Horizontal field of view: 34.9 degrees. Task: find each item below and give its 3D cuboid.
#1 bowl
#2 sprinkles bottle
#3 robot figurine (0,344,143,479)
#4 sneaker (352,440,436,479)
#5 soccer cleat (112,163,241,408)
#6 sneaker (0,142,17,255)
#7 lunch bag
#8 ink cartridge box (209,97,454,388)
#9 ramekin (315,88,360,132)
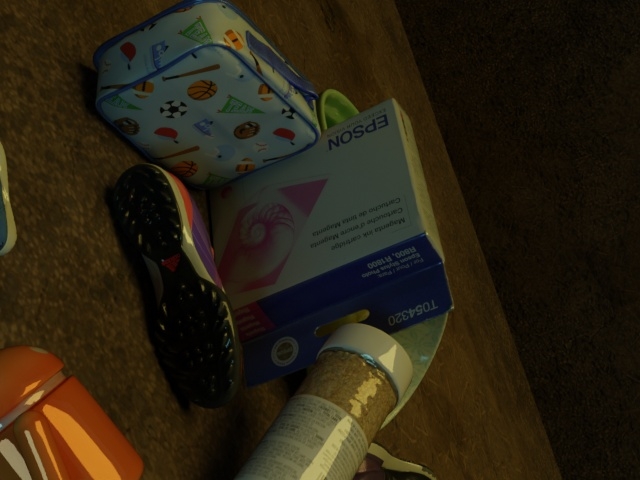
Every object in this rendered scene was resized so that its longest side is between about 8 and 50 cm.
[{"bbox_3d":[0.061,0.151,1.605,0.156,0.289,0.289,29,3,28],"label":"bowl"},{"bbox_3d":[-0.014,0.256,1.204,0.121,0.121,0.355,57,47,-23],"label":"sprinkles bottle"},{"bbox_3d":[-0.240,0.182,0.875,0.219,0.128,0.158,51,17,-4],"label":"robot figurine"},{"bbox_3d":[0.089,0.398,1.570,0.283,0.107,0.124,35,51,-49],"label":"sneaker"},{"bbox_3d":[-0.162,0.054,1.282,0.318,0.108,0.116,68,16,11],"label":"soccer cleat"},{"bbox_3d":[-0.349,-0.060,0.994,0.084,0.058,0.152,15,60,-75],"label":"sneaker"},{"bbox_3d":[-0.143,-0.196,1.397,0.303,0.243,0.115,36,36,-52],"label":"lunch bag"},{"bbox_3d":[0.000,0.000,1.418,0.071,0.324,0.330,43,30,-48],"label":"ink cartridge box"},{"bbox_3d":[0.018,-0.106,1.838,0.303,0.148,0.303,51,25,-35],"label":"ramekin"}]
